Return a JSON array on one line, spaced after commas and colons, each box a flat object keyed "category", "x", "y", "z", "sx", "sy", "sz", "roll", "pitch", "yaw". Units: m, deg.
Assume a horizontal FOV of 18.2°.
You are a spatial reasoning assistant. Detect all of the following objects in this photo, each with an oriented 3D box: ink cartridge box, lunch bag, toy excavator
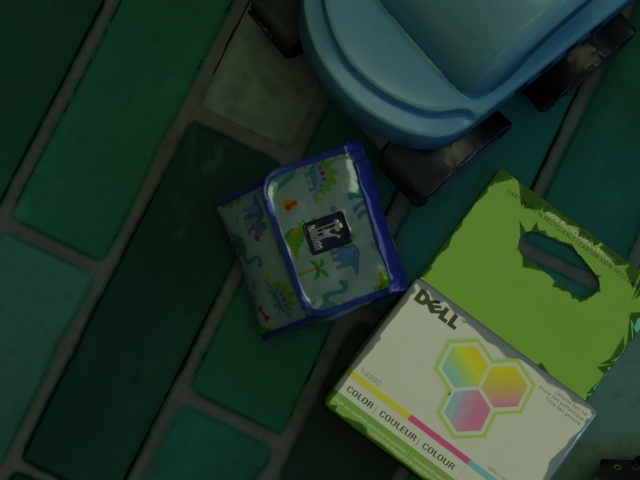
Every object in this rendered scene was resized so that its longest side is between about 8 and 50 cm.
[{"category": "ink cartridge box", "x": 0.148, "y": 0.088, "z": 1.650, "sx": 0.189, "sy": 0.097, "sz": 0.255, "roll": 36, "pitch": 85, "yaw": 2}, {"category": "lunch bag", "x": 0.000, "y": 0.000, "z": 1.621, "sx": 0.096, "sy": 0.151, "sz": 0.129, "roll": -16, "pitch": 86, "yaw": -44}, {"category": "toy excavator", "x": 0.190, "y": -0.264, "z": 1.515, "sx": 0.433, "sy": 0.445, "sz": 0.222, "roll": -38, "pitch": 86, "yaw": -16}]

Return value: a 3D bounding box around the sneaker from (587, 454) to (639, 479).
[{"category": "sneaker", "x": 0.303, "y": 0.193, "z": 1.651, "sx": 0.118, "sy": 0.083, "sz": 0.222, "roll": 44, "pitch": 79, "yaw": 12}]
